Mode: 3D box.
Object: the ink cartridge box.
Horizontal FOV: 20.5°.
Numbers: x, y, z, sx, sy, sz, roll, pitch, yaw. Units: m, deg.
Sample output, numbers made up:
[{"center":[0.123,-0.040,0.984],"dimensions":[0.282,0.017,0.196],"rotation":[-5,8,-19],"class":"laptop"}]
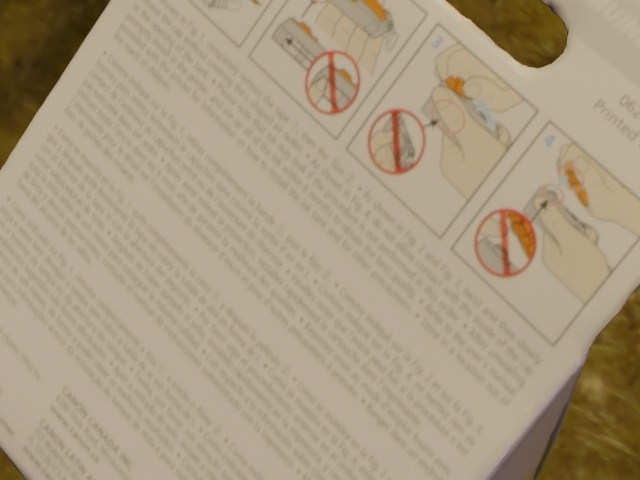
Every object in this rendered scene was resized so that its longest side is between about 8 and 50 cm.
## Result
[{"center":[0.000,0.000,0.849],"dimensions":[0.308,0.091,0.385],"rotation":[45,108,25],"class":"ink cartridge box"}]
